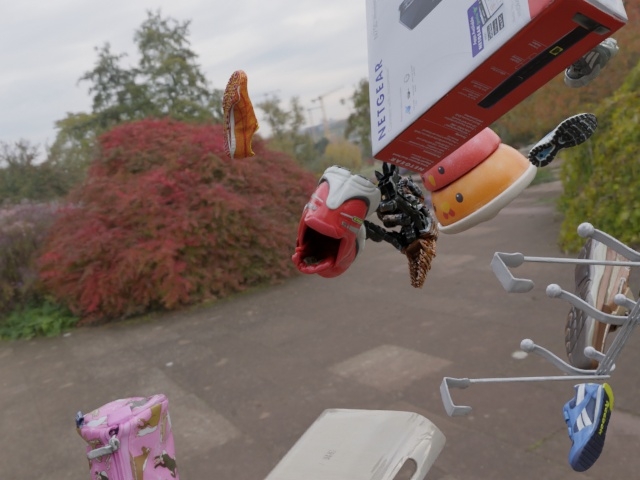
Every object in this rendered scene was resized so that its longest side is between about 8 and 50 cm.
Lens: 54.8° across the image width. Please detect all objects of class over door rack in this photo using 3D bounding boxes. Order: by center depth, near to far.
[{"bbox_3d":[0.323,0.102,0.862,0.325,0.239,0.108,-4,35,-26],"label":"over door rack"}]

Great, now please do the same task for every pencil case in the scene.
[{"bbox_3d":[-0.298,0.458,1.026,0.160,0.385,0.167,-13,-3,38],"label":"pencil case"}]

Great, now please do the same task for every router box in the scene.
[{"bbox_3d":[0.172,-0.294,0.728,0.082,0.335,0.301,15,-31,-27],"label":"router box"}]

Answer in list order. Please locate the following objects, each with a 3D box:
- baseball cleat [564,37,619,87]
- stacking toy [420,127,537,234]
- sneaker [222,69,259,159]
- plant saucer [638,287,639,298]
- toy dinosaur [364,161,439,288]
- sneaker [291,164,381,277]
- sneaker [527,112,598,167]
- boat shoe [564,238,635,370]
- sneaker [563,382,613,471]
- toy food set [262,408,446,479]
[{"bbox_3d":[0.475,-0.333,1.133,0.206,0.109,0.072,-5,41,-37],"label":"baseball cleat"},{"bbox_3d":[0.384,-0.288,1.878,0.351,0.479,0.350,-38,4,3],"label":"stacking toy"},{"bbox_3d":[-0.153,-0.245,1.202,0.068,0.175,0.064,-9,32,-26],"label":"sneaker"},{"bbox_3d":[0.953,0.098,1.609,0.241,0.037,0.241,-4,-33,-2],"label":"plant saucer"},{"bbox_3d":[0.171,-0.042,1.230,0.164,0.218,0.322,-52,29,10],"label":"toy dinosaur"},{"bbox_3d":[0.000,0.000,0.862,0.118,0.107,0.279,-58,-9,-22],"label":"sneaker"},{"bbox_3d":[0.533,-0.232,1.367,0.162,0.063,0.073,-35,10,34],"label":"sneaker"},{"bbox_3d":[0.589,0.129,1.273,0.117,0.324,0.123,19,-28,7],"label":"boat shoe"},{"bbox_3d":[0.405,0.285,0.952,0.059,0.053,0.144,2,53,46],"label":"sneaker"},{"bbox_3d":[0.038,0.388,1.021,0.306,0.092,0.220,-16,18,49],"label":"toy food set"}]
